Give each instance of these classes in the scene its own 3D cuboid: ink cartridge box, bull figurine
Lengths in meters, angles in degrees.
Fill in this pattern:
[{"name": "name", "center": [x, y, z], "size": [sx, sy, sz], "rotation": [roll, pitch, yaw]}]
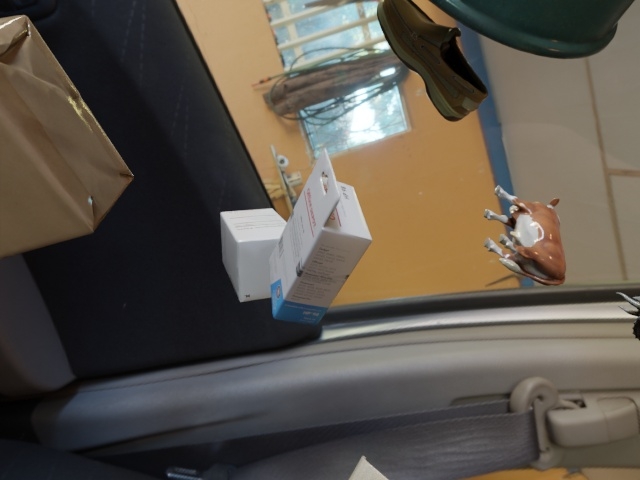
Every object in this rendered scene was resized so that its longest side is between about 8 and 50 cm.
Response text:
[{"name": "ink cartridge box", "center": [0.000, 0.000, 0.475], "size": [0.104, 0.060, 0.180], "rotation": [-102, -146, -49]}, {"name": "bull figurine", "center": [0.492, -0.026, 0.974], "size": [0.311, 0.188, 0.101], "rotation": [-70, 180, -49]}]

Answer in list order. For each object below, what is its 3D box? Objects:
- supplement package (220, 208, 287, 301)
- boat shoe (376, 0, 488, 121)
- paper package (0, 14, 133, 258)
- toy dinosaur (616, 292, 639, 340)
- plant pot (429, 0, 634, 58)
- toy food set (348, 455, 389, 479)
[{"name": "supplement package", "center": [-0.183, 0.031, 1.209], "size": [0.293, 0.175, 0.178], "rotation": [-138, -134, -61]}, {"name": "boat shoe", "center": [0.150, -0.250, 0.528], "size": [0.190, 0.068, 0.072], "rotation": [51, -26, -3]}, {"name": "paper package", "center": [-0.531, -0.133, 0.642], "size": [0.168, 0.324, 0.310], "rotation": [-86, 159, -51]}, {"name": "toy dinosaur", "center": [0.651, 0.154, 0.723], "size": [0.313, 0.160, 0.121], "rotation": [10, 76, -63]}, {"name": "plant pot", "center": [0.267, -0.422, 0.377], "size": [0.334, 0.340, 0.342], "rotation": [123, -46, -58]}, {"name": "toy food set", "center": [0.127, 0.554, 0.687], "size": [0.306, 0.220, 0.092], "rotation": [23, -20, 40]}]
